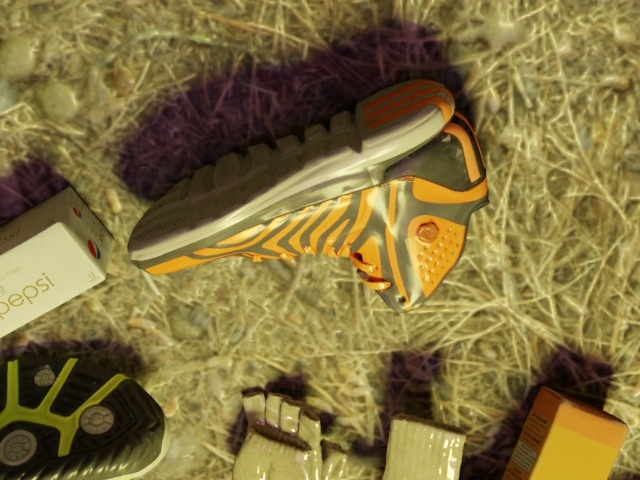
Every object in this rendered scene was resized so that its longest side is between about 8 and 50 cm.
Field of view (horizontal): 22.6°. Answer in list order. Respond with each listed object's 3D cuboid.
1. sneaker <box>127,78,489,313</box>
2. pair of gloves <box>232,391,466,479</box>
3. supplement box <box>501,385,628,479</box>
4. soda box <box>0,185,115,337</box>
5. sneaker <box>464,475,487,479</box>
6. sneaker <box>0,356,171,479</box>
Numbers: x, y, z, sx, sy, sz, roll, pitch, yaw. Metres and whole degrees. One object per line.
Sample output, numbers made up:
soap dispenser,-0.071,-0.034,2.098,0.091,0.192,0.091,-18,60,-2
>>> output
sneaker,0.000,0.000,1.410,0.321,0.125,0.180,-21,117,14
pair of gloves,0.031,0.251,1.566,0.240,0.042,0.204,5,112,18
supplement box,0.207,0.263,1.535,0.078,0.080,0.233,23,90,-13
soda box,-0.299,0.040,1.478,0.216,0.069,0.074,-28,116,17
sneaker,0.140,0.371,1.651,0.145,0.090,0.270,32,115,-14
sneaker,-0.323,0.222,1.571,0.384,0.145,0.147,-12,141,12
